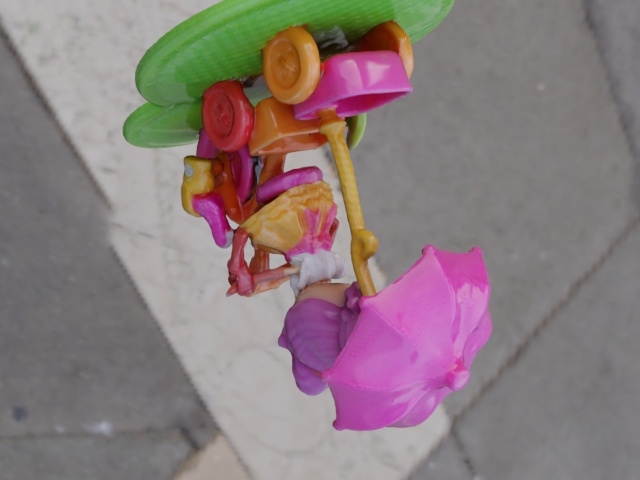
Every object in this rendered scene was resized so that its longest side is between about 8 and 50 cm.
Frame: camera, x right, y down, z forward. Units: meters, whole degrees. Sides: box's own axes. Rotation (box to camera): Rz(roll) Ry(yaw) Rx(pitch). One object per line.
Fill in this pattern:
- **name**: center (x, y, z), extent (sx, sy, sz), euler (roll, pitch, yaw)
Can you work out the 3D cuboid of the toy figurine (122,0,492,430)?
- **toy figurine**: center (0.000, 0.000, 0.660), extent (0.130, 0.173, 0.159), euler (-8, 76, -39)
